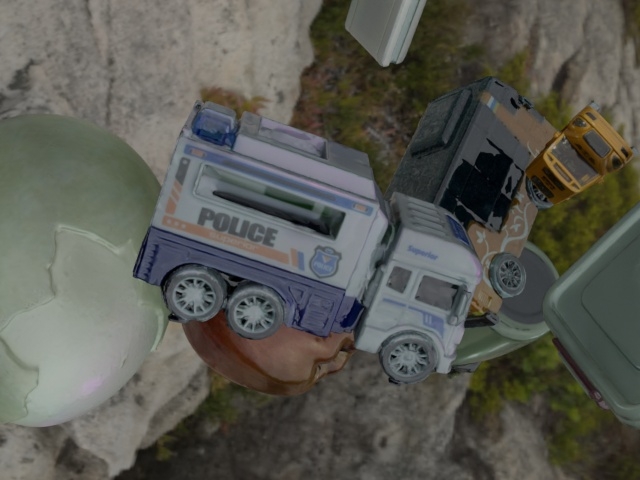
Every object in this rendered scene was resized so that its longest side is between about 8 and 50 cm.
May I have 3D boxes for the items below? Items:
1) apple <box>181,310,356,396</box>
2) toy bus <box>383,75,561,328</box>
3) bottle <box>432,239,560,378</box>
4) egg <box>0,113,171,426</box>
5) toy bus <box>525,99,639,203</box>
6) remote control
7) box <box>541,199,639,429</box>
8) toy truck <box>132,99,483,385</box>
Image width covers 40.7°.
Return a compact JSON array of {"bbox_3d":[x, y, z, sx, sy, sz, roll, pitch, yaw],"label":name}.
[{"bbox_3d":[-0.057,0.078,1.056,0.234,0.234,0.234,2,88,-46],"label":"apple"},{"bbox_3d":[0.169,-0.047,1.024,0.167,0.138,0.275,39,64,-21],"label":"toy bus"},{"bbox_3d":[0.232,0.122,1.387,0.168,0.347,0.168,7,66,-17],"label":"bottle"},{"bbox_3d":[-0.285,0.038,0.908,0.278,0.278,0.336,29,42,-42],"label":"egg"},{"bbox_3d":[0.265,-0.084,0.898,0.074,0.162,0.069,-40,84,0],"label":"toy bus"},{"bbox_3d":[0.115,-0.389,1.215,0.055,0.103,0.277,-19,147,-32],"label":"remote control"},{"bbox_3d":[0.355,0.045,0.713,0.167,0.193,0.294,37,105,-28],"label":"box"},{"bbox_3d":[0.000,0.000,0.697,0.268,0.124,0.155,18,112,-9],"label":"toy truck"}]
